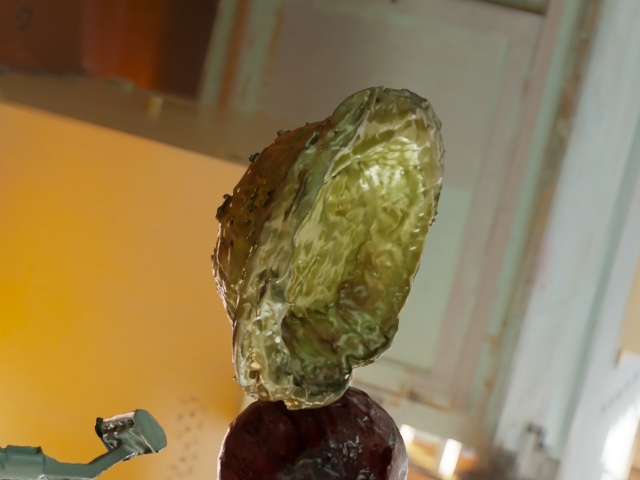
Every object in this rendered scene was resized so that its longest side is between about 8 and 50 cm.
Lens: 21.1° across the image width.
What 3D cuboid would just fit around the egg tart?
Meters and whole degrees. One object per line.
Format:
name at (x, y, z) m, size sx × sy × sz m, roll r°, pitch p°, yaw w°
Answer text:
egg tart at (-0.002, 0.000, 1.062) m, size 0.212 × 0.090 × 0.212 m, roll -46°, pitch 148°, yaw -39°

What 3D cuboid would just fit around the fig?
fig at (-0.011, 0.163, 1.122) m, size 0.150 × 0.128 × 0.128 m, roll -59°, pitch 158°, yaw -52°

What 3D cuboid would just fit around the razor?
razor at (-0.185, 0.102, 0.825) m, size 0.084 × 0.211 × 0.035 m, roll 150°, pitch -62°, yaw -69°
